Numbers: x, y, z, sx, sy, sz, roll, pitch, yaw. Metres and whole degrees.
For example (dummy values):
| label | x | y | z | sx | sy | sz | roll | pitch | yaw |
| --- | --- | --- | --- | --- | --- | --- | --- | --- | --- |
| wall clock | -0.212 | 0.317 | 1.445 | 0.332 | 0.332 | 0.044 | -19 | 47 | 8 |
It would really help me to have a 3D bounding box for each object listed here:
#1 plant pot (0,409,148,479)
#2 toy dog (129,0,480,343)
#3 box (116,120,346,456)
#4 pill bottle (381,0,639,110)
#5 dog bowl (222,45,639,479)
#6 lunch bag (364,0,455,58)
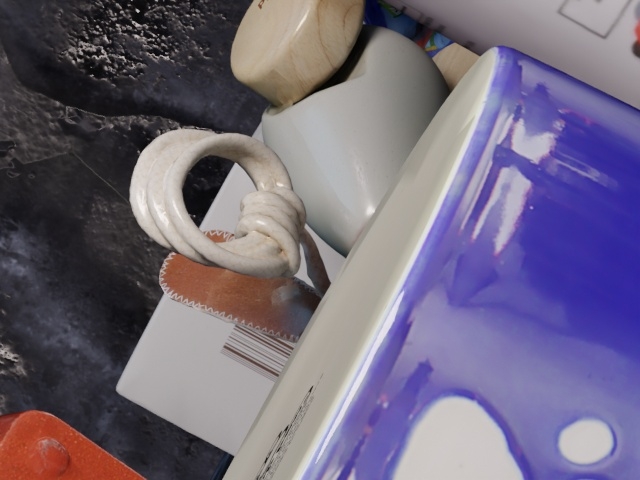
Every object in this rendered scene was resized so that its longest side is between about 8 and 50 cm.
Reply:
| label | x | y | z | sx | sy | sz | roll | pitch | yaw |
| --- | --- | --- | --- | --- | --- | --- | --- | --- | --- |
| plant pot | -0.140 | 0.233 | 0.817 | 0.236 | 0.267 | 0.267 | -45 | 13 | 44 |
| toy dog | 0.000 | 0.000 | 1.004 | 0.161 | 0.220 | 0.334 | -42 | 11 | 39 |
| box | -0.003 | 0.003 | 1.434 | 0.215 | 0.168 | 0.345 | -61 | 3 | 22 |
| pill bottle | 0.055 | -0.166 | 0.711 | 0.160 | 0.283 | 0.160 | -61 | 3 | 5 |
| dog bowl | 0.029 | 0.084 | 0.508 | 0.265 | 0.104 | 0.265 | -61 | 2 | 4 |
| lunch bag | 0.106 | -0.235 | 1.145 | 0.221 | 0.138 | 0.293 | -64 | -9 | -11 |
